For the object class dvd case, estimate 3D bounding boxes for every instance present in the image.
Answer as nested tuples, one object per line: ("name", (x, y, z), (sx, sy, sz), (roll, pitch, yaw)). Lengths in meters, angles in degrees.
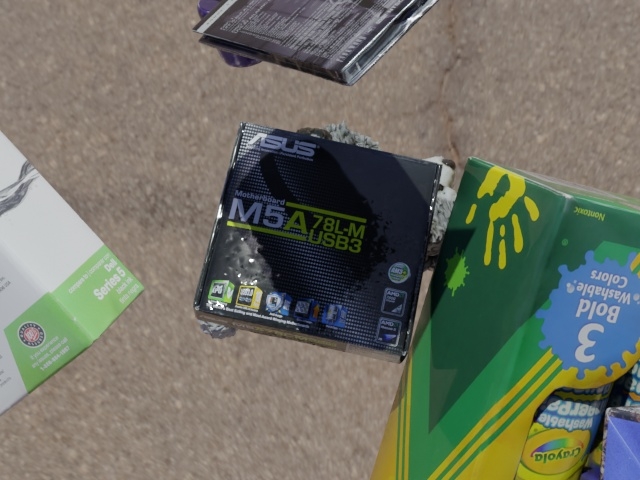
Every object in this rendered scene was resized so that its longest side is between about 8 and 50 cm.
("dvd case", (0.016, -0.182, 0.724), (0.164, 0.018, 0.221), (-46, 34, -11))

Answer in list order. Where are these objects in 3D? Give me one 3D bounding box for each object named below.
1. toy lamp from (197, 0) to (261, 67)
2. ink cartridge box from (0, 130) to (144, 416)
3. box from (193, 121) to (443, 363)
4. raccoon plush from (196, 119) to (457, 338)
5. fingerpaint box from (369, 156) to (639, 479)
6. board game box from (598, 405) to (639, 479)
("toy lamp", (-0.096, -0.295, 0.987), (0.080, 0.275, 0.080), (-7, 37, 5))
("ink cartridge box", (-0.340, 0.018, 1.007), (0.198, 0.115, 0.273), (-36, 99, 30))
("box", (0.000, 0.000, 0.929), (0.190, 0.045, 0.184), (13, 72, 2))
("raccoon plush", (0.034, 0.045, 1.518), (0.299, 0.216, 0.446), (51, 121, 42))
("fingerpaint box", (0.303, 0.158, 0.961), (0.444, 0.163, 0.371), (12, 101, -24))
("board game box", (0.366, 0.198, 0.710), (0.232, 0.291, 0.141), (6, 91, 49))
